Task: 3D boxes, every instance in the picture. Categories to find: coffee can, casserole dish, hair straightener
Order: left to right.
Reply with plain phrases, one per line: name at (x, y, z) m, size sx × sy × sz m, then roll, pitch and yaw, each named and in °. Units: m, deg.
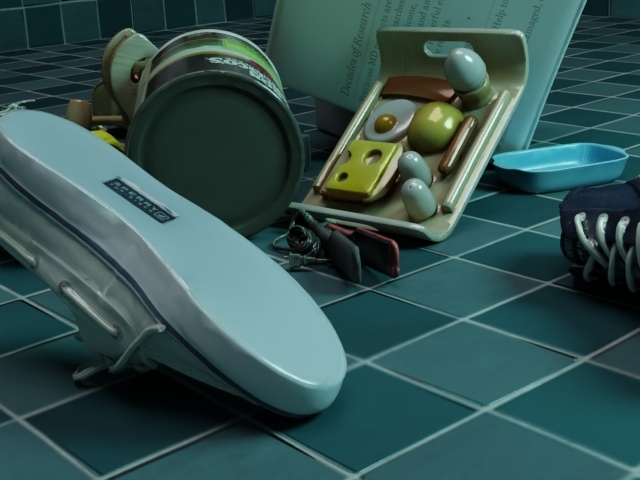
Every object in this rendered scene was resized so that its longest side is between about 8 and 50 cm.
coffee can at (-0.134, -0.138, 1.268) m, size 0.201 × 0.202 × 0.275 m, roll -5°, pitch 22°, yaw -6°
hair straightener at (0.000, 0.000, 1.097) m, size 0.089 × 0.047 × 0.230 m, roll -9°, pitch 19°, yaw -19°
casserole dish at (0.317, -0.096, 1.360) m, size 0.188 × 0.037 × 0.114 m, roll -9°, pitch 19°, yaw -19°

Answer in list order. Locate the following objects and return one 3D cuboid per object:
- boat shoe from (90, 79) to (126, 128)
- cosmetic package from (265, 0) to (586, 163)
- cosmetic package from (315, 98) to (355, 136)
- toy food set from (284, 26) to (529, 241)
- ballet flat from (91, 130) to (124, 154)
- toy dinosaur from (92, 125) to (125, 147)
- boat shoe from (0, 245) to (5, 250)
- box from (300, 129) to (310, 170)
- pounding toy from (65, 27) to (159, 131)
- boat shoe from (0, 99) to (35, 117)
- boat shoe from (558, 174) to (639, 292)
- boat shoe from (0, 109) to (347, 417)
boat shoe at (-0.283, -0.235, 1.743) m, size 0.103 × 0.113 × 0.302 m, roll 3°, pitch 7°, yaw -36°
cosmetic package at (0.177, -0.371, 1.473) m, size 0.393 × 0.327 × 0.329 m, roll 21°, pitch 41°, yaw 8°
cosmetic package at (0.092, -0.216, 1.668) m, size 0.127 × 0.107 × 0.238 m, roll -9°, pitch 16°, yaw -21°
toy food set at (0.097, -0.139, 1.243) m, size 0.219 × 0.092 × 0.306 m, roll 10°, pitch 58°, yaw 37°
ballet flat at (-0.374, -0.111, 1.473) m, size 0.077 × 0.077 × 0.231 m, roll 29°, pitch 31°, yaw 30°
toy dinosaur at (-0.347, -0.153, 1.649) m, size 0.092 × 0.053 × 0.183 m, roll 30°, pitch 20°, yaw 29°
boat shoe at (-0.382, -0.089, 1.182) m, size 0.324 × 0.123 × 0.116 m, roll 29°, pitch 47°, yaw 16°
box at (-0.151, -0.139, 1.530) m, size 0.232 × 0.059 × 0.183 m, roll -8°, pitch 19°, yaw -17°
pounding toy at (-0.237, -0.230, 1.475) m, size 0.269 × 0.154 × 0.155 m, roll -9°, pitch 20°, yaw -20°
boat shoe at (-0.527, -0.189, 1.713) m, size 0.254 × 0.079 × 0.095 m, roll -1°, pitch 18°, yaw 6°
boat shoe at (0.294, 0.016, 0.918) m, size 0.158 × 0.127 × 0.340 m, roll -7°, pitch 10°, yaw 17°
boat shoe at (-0.152, 0.053, 0.837) m, size 0.367 × 0.156 × 0.136 m, roll 35°, pitch 26°, yaw 15°
